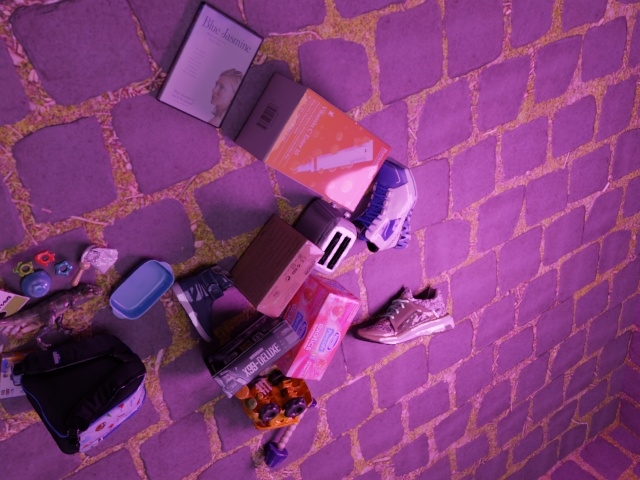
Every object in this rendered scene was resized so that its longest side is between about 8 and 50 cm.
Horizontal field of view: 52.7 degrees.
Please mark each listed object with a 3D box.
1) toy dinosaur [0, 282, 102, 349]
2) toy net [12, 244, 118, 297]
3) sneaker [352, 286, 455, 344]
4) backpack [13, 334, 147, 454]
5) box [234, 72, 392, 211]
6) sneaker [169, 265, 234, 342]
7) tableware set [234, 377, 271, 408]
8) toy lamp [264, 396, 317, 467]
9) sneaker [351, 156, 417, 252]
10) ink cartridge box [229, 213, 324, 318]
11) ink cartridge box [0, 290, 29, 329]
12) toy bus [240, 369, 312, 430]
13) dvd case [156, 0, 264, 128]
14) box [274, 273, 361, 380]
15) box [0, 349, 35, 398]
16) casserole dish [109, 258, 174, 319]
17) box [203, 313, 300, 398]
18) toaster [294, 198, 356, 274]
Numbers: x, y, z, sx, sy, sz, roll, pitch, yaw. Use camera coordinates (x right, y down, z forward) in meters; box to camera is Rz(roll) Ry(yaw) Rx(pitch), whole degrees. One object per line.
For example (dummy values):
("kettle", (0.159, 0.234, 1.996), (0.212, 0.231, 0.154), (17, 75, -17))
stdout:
("toy dinosaur", (-0.658, 0.191, 1.572), (0.268, 0.064, 0.118), (-24, 115, -36))
("toy net", (-0.609, 0.054, 1.555), (0.232, 0.045, 0.122), (-25, 125, -24))
("sneaker", (0.282, 0.258, 2.276), (0.410, 0.158, 0.182), (-8, 88, -30))
("backpack", (-0.573, 0.377, 1.622), (0.263, 0.276, 0.213), (-33, 155, -29))
("box", (-0.014, -0.254, 1.722), (0.345, 0.168, 0.215), (25, 98, -42))
("sneaker", (-0.302, 0.173, 1.810), (0.163, 0.086, 0.226), (-30, 128, -15))
("tableware set", (-0.233, 0.437, 1.982), (0.104, 0.154, 0.024), (-40, 172, -32))
("toy lamp", (-0.108, 0.658, 2.226), (0.080, 0.080, 0.274), (22, 101, -41))
("sneaker", (0.186, -0.082, 1.988), (0.182, 0.127, 0.315), (-21, 127, -28))
("ink cartridge box", (-0.128, 0.070, 1.803), (0.088, 0.193, 0.234), (35, 92, -41))
("ink cartridge box", (-0.813, 0.146, 1.432), (0.189, 0.097, 0.255), (-49, 159, -3))
("toy bus", (-0.165, 0.543, 2.094), (0.220, 0.149, 0.211), (-3, 132, -32))
("dvd case", (-0.261, -0.414, 1.554), (0.180, 0.022, 0.253), (20, 102, -41))
("box", (-0.024, 0.274, 2.027), (0.154, 0.142, 0.299), (20, 102, -42))
("box", (-0.760, 0.341, 1.617), (0.081, 0.028, 0.136), (-1, 114, -35))
("casserole dish", (-0.471, 0.123, 1.695), (0.188, 0.037, 0.114), (-46, 132, -6))
("box", (-0.200, 0.312, 1.821), (0.242, 0.307, 0.076), (-38, 97, -12))
("toaster", (0.000, 0.000, 1.889), (0.129, 0.146, 0.227), (30, 95, -41))
